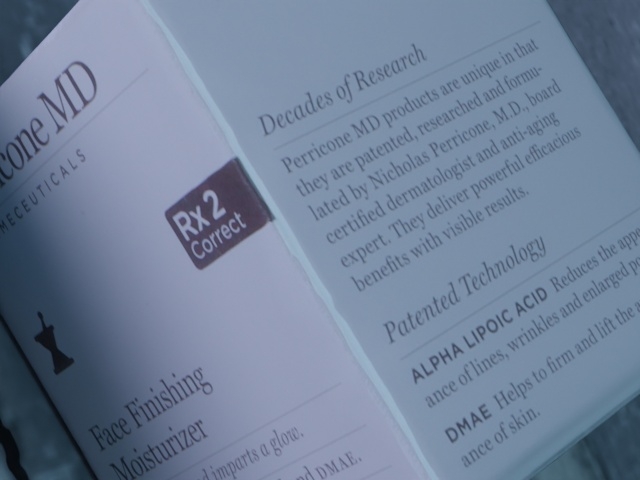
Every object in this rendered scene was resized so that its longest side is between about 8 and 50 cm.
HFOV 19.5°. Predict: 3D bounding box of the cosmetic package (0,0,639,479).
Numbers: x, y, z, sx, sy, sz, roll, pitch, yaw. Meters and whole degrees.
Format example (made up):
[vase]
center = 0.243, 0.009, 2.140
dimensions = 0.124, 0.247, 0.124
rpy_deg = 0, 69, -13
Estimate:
[cosmetic package]
center = 0.000, 0.000, 0.599
dimensions = 0.151, 0.151, 0.183
rpy_deg = -29, 86, -41
